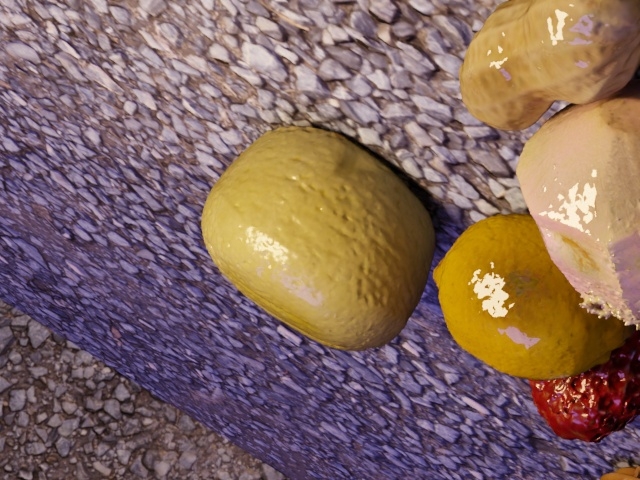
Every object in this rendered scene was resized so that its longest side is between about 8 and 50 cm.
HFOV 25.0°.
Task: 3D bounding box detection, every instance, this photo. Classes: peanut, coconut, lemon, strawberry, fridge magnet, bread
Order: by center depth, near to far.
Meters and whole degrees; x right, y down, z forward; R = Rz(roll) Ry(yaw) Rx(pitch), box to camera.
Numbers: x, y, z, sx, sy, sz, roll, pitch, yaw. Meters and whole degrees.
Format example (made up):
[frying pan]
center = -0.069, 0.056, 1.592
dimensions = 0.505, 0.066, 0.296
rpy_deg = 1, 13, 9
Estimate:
[peanut]
center = 0.223, -0.186, 1.382
dimensions = 0.130, 0.130, 0.290
rpy_deg = 38, 158, -13
[coconut]
center = 0.320, -0.044, 1.422
dimensions = 0.233, 0.233, 0.245
rpy_deg = 16, 156, 36
[lemon]
center = 0.258, 0.069, 1.761
dimensions = 0.260, 0.204, 0.204
rpy_deg = 19, 154, 23
[strawberry]
center = 0.354, 0.169, 1.886
dimensions = 0.234, 0.178, 0.234
rpy_deg = 23, 150, 14
[bread]
center = -0.007, 0.009, 1.938
dimensions = 0.320, 0.237, 0.320
rpy_deg = 31, 158, 14
[fridge magnet]
center = 0.516, 0.412, 2.315
dimensions = 0.143, 0.063, 0.143
rpy_deg = 26, 156, 13
